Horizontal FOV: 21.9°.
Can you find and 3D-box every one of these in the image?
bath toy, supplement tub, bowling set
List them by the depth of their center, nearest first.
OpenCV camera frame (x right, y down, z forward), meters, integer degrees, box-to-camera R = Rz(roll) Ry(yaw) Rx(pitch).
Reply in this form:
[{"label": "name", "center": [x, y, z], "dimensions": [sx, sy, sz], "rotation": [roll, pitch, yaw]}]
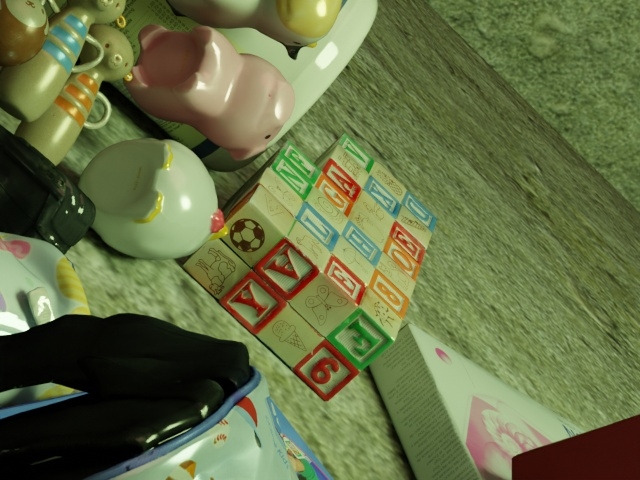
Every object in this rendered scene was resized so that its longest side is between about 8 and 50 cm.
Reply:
[{"label": "bowling set", "center": [-0.207, -0.176, 1.163], "dimensions": [0.287, 0.154, 0.200], "rotation": [44, -19, -33]}, {"label": "bath toy", "center": [-0.078, -0.134, 1.355], "dimensions": [0.151, 0.348, 0.129], "rotation": [13, -18, 25]}, {"label": "supplement tub", "center": [-0.134, -0.246, 1.534], "dimensions": [0.325, 0.235, 0.235], "rotation": [42, 18, -12]}]

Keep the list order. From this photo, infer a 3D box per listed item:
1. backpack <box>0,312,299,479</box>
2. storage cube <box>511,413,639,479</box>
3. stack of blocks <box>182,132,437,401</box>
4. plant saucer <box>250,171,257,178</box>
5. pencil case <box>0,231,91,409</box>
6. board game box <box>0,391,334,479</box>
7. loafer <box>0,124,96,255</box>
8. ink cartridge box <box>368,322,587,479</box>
[{"label": "backpack", "center": [-0.124, 0.153, 0.658], "dimensions": [0.213, 0.263, 0.276], "rotation": [60, 17, -7]}, {"label": "storage cube", "center": [0.280, 0.259, 1.304], "dimensions": [0.183, 0.215, 0.193], "rotation": [25, 53, -35]}, {"label": "stack of blocks", "center": [0.000, 0.000, 1.503], "dimensions": [0.171, 0.087, 0.297], "rotation": [44, 22, -6]}, {"label": "plant saucer", "center": [-0.043, -0.032, 1.627], "dimensions": [0.083, 0.015, 0.083], "rotation": [40, 20, -18]}, {"label": "pencil case", "center": [-0.247, 0.032, 0.882], "dimensions": [0.124, 0.113, 0.273], "rotation": [31, 7, 38]}, {"label": "board game box", "center": [-0.078, 0.196, 0.958], "dimensions": [0.233, 0.078, 0.347], "rotation": [51, 19, 15]}, {"label": "loafer", "center": [-0.246, -0.054, 1.133], "dimensions": [0.223, 0.078, 0.076], "rotation": [38, -9, 32]}, {"label": "ink cartridge box", "center": [0.212, 0.257, 1.485], "dimensions": [0.324, 0.071, 0.330], "rotation": [33, 21, -35]}]
